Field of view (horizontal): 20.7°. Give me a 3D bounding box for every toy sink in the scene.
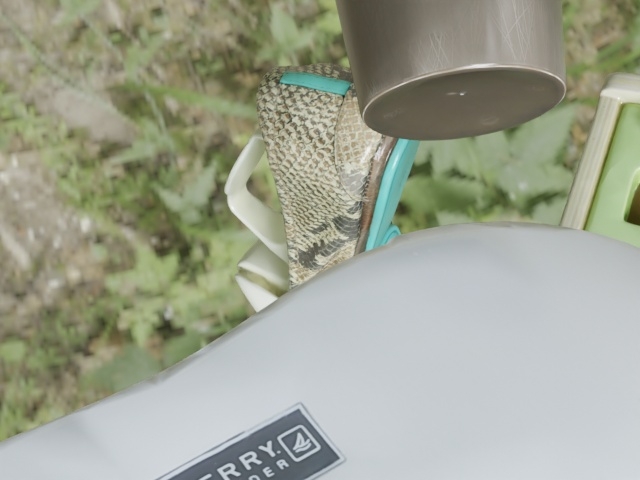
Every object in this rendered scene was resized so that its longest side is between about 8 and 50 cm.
[{"bbox_3d":[0.273,-0.036,1.295,0.153,0.234,0.131,12,150,20],"label":"toy sink"}]

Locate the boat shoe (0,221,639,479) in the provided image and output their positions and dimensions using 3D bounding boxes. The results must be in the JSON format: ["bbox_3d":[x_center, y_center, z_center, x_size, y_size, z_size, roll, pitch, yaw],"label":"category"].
[{"bbox_3d":[-0.004,0.086,0.497,0.301,0.108,0.102,-24,153,-33],"label":"boat shoe"}]

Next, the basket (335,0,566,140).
[{"bbox_3d":[0.076,-0.190,1.100,0.154,0.227,0.204,1,161,-27],"label":"basket"}]

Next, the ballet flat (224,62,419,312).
[{"bbox_3d":[0.000,0.000,1.643,0.182,0.164,0.483,19,147,14],"label":"ballet flat"}]
